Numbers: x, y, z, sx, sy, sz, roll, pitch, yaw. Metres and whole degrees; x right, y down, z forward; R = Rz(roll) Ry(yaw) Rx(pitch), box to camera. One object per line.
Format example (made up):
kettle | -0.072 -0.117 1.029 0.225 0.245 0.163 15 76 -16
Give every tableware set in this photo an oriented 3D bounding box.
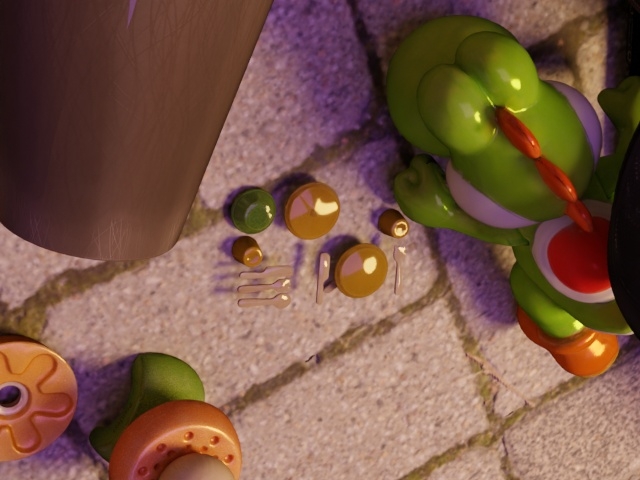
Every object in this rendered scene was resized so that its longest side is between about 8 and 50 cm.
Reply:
tableware set | 0.000 0.000 0.982 0.154 0.024 0.104 -4 110 -22

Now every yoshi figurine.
yoshi figurine | 0.168 -0.054 0.968 0.362 0.203 0.203 48 58 -43

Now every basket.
basket | -0.135 -0.114 0.796 0.204 0.154 0.226 5 113 -26

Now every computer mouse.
computer mouse | 0.263 -0.033 0.870 0.188 0.072 0.272 28 69 -37

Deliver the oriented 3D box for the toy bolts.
toy bolts | -0.186 0.201 0.902 0.218 0.158 0.228 23 101 -31

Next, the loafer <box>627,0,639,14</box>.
loafer | 0.301 -0.197 0.919 0.366 0.130 0.133 26 108 -19

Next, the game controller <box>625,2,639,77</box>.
game controller | 0.338 -0.184 1.028 0.166 0.067 0.319 -14 117 -19
